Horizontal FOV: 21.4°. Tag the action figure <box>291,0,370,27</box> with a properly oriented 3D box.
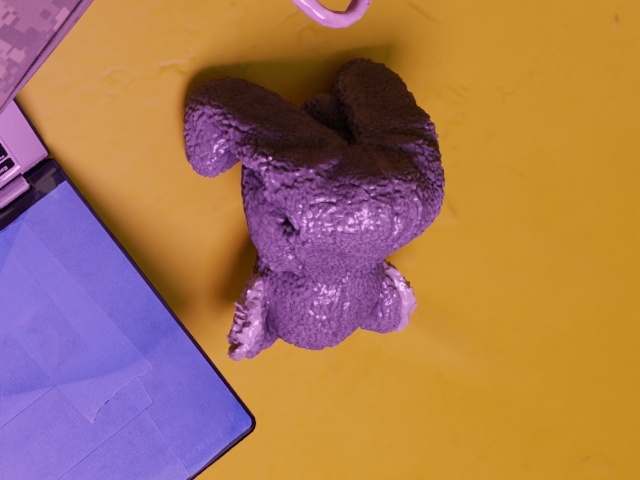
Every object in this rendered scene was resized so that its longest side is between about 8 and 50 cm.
[{"bbox_3d":[0.069,-0.360,1.186,0.370,0.276,0.248,-31,119,3],"label":"action figure"}]

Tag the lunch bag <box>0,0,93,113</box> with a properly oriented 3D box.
[{"bbox_3d":[-0.253,-0.207,0.974,0.256,0.212,0.305,40,79,-19],"label":"lunch bag"}]

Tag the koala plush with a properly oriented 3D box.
[{"bbox_3d":[0.000,0.000,1.363,0.196,0.203,0.221,-10,128,-25],"label":"koala plush"}]

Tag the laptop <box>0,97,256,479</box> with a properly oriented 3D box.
[{"bbox_3d":[-0.304,0.087,1.173,0.382,0.236,0.408,-39,149,-10],"label":"laptop"}]
